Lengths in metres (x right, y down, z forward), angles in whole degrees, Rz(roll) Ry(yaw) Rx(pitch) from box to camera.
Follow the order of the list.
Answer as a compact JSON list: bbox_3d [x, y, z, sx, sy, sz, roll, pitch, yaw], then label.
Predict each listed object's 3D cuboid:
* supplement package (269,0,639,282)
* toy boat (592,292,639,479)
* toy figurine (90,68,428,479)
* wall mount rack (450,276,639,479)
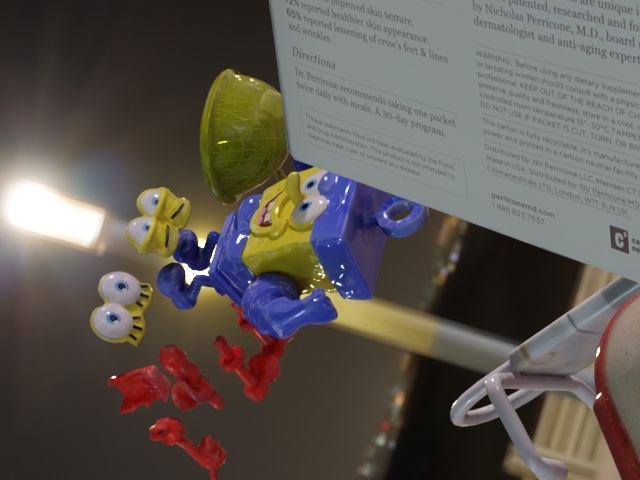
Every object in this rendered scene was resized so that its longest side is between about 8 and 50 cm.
[{"bbox_3d":[0.108,-0.156,0.578,0.198,0.199,0.262,-28,-56,-34],"label":"supplement package"},{"bbox_3d":[0.253,0.088,0.988,0.151,0.231,0.151,121,131,-69],"label":"toy boat"},{"bbox_3d":[0.000,0.000,1.362,0.191,0.217,0.362,55,-146,-30],"label":"toy figurine"},{"bbox_3d":[0.290,0.098,1.413,0.350,0.130,0.304,-37,-23,23],"label":"wall mount rack"}]
